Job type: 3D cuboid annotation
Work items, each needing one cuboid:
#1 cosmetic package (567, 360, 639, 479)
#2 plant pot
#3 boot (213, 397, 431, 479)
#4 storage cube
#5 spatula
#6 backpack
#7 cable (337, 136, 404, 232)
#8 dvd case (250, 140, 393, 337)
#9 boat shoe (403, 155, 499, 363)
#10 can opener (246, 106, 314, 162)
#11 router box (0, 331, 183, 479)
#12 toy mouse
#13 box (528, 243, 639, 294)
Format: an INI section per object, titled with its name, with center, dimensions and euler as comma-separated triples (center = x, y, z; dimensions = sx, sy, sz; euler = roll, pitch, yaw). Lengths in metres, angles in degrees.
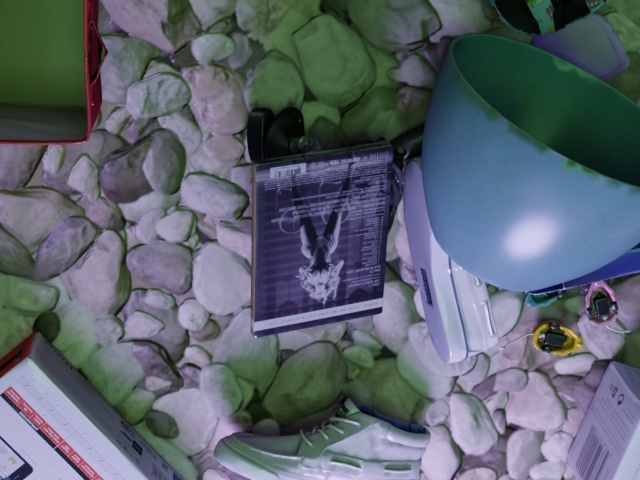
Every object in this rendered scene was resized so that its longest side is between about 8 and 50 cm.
[cosmetic package]
center = 0.427, 0.264, 1.655
dimensions = 0.183, 0.151, 0.151
euler = 17, 106, -10
[plant pot]
center = 0.223, -0.061, 1.444
dimensions = 0.290, 0.290, 0.195
euler = 22, 118, -11
[boot]
center = 0.006, 0.245, 1.659
dimensions = 0.258, 0.095, 0.123
euler = 17, 101, -18
[storage cube]
center = -0.327, -0.212, 1.421
dimensions = 0.214, 0.193, 0.184
euler = 0, 108, -5
[spatula]
center = 0.207, -0.167, 1.560
dimensions = 0.296, 0.030, 0.084
euler = -28, 107, 6
[backpack]
center = 0.233, -0.317, 1.466
dimensions = 0.158, 0.117, 0.173
euler = -29, 107, 5
[cable]
center = 0.022, -0.042, 1.557
dimensions = 0.150, 0.047, 0.185
euler = 14, 112, -30
[dvd case]
center = 0.000, 0.000, 1.530
dimensions = 0.164, 0.018, 0.221
euler = -10, 120, -21
[boat shoe]
center = 0.158, 0.017, 1.595
dimensions = 0.084, 0.095, 0.258
euler = -16, 114, -13
[can opener]
center = -0.037, -0.066, 1.570
dimensions = 0.059, 0.073, 0.186
euler = -25, 118, -36
[router box]
center = -0.349, 0.329, 1.656
dimensions = 0.301, 0.082, 0.335
euler = -38, 107, 8
[toy mouse]
center = 0.305, 0.069, 1.644
dimensions = 0.161, 0.031, 0.143
euler = 6, 108, -6
[box]
center = 0.336, 0.000, 1.568
dimensions = 0.225, 0.136, 0.037
euler = -14, 113, 0
